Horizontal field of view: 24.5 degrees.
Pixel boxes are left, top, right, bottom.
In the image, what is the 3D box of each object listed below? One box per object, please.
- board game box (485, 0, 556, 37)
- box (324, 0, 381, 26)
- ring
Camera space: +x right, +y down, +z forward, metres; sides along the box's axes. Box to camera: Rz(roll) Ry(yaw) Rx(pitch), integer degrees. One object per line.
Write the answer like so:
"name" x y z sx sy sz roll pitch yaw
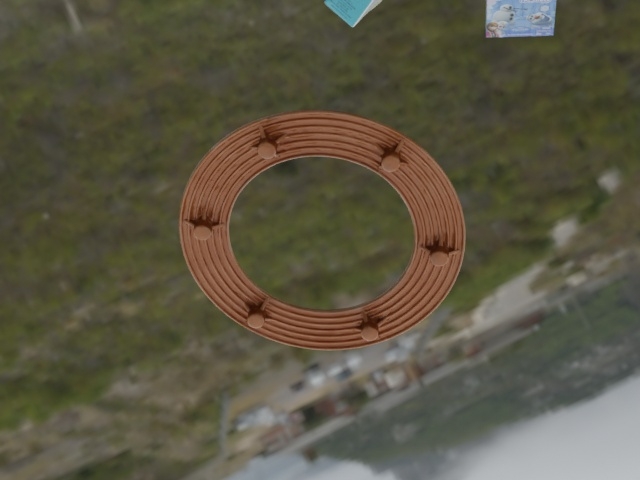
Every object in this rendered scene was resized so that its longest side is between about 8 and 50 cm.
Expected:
"board game box" 0.260 -0.301 1.914 0.090 0.020 0.090 -2 144 4
"box" 0.104 -0.425 2.134 0.244 0.060 0.100 -50 179 43
"ring" 0.000 0.000 1.712 0.337 0.336 0.032 -30 -154 22
